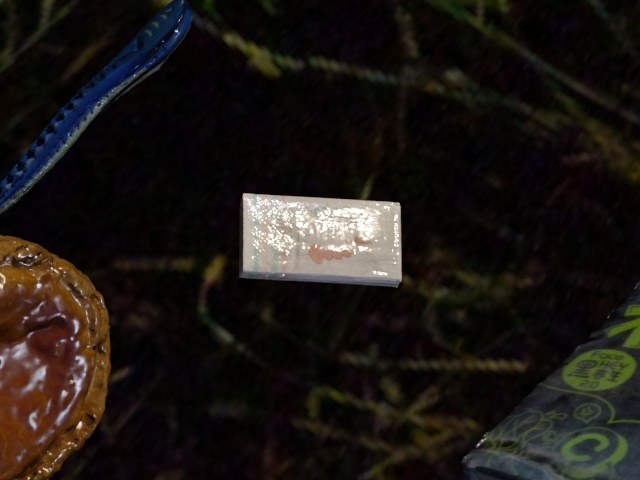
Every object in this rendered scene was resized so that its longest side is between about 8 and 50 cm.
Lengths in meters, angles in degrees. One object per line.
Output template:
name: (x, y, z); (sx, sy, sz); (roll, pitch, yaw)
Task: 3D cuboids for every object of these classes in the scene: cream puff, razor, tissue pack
cream puff: (-0.253, 0.069, 1.220); (0.169, 0.183, 0.183); (18, 126, 44)
razor: (-0.219, -0.070, 1.381); (0.324, 0.093, 0.056); (-38, 122, -7)
tissue pack: (0.208, 0.103, 0.985); (0.173, 0.235, 0.073); (16, 129, 36)
tissue pack: (0.000, 0.000, 1.198); (0.108, 0.056, 0.023); (5, 163, -11)
